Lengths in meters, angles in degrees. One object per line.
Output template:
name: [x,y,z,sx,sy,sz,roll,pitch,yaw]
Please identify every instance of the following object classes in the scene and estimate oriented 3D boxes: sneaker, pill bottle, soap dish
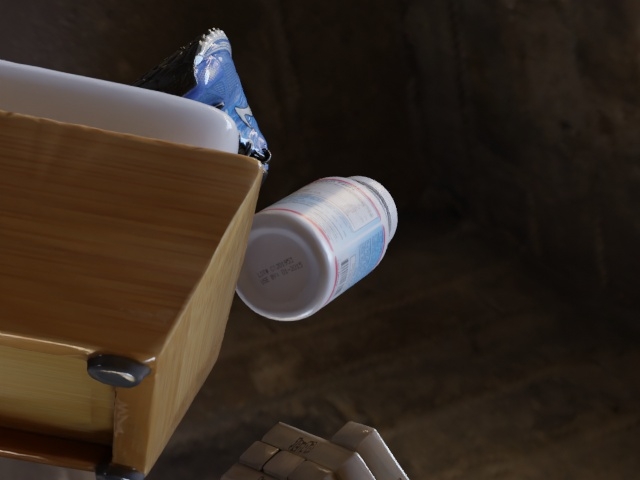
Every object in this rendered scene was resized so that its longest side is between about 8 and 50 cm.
sneaker: [-0.111,-0.117,1.746,0.129,0.330,0.147,-35,78,-1]
pill bottle: [0.000,0.000,1.274,0.160,0.087,0.087,-32,131,-60]
soap dish: [-0.181,0.012,0.710,0.290,0.229,0.118,10,66,-4]

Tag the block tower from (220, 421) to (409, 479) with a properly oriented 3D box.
block tower: [-0.085,0.237,0.876,0.335,0.097,0.091,-42,113,-20]
